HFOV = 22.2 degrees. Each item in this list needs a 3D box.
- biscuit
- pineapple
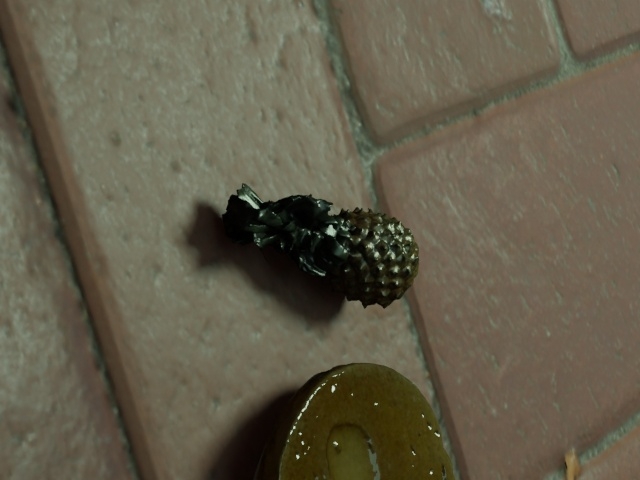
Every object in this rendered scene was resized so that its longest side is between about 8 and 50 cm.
[{"bbox_3d":[0.021,0.178,1.146,0.208,0.049,0.181,-8,87,-51],"label":"biscuit"},{"bbox_3d":[0.000,0.000,1.155,0.159,0.074,0.074,21,65,-42],"label":"pineapple"}]
